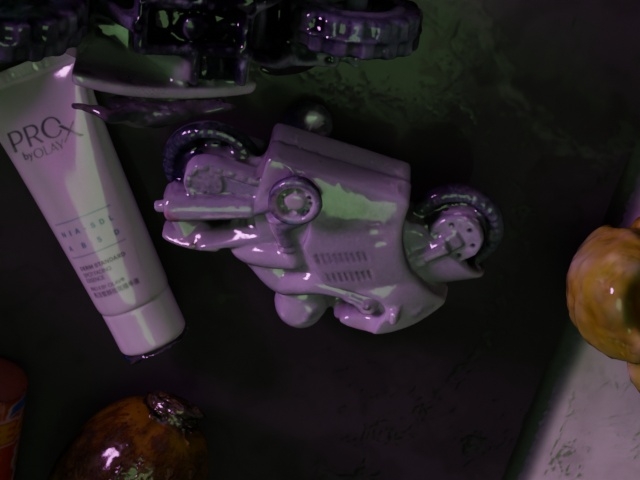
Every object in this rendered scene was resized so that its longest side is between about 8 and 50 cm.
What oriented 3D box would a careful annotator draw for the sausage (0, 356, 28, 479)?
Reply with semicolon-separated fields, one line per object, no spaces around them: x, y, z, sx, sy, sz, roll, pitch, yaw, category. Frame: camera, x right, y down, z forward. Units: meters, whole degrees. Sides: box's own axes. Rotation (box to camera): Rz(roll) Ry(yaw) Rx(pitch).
-0.292;0.226;1.139;0.074;0.074;0.274;9;114;-9;sausage

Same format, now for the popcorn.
0.346;0.062;1.065;0.225;0.174;0.286;-45;101;0;popcorn

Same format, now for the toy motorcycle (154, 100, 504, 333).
0.000;0.000;1.043;0.260;0.110;0.171;14;125;-5;toy motorcycle

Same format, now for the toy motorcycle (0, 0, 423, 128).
-0.101;-0.168;0.930;0.327;0.188;0.143;-2;118;-20;toy motorcycle

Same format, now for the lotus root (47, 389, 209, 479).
-0.164;0.210;1.122;0.120;0.120;0.209;28;110;-16;lotus root

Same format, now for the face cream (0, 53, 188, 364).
-0.173;-0.024;1.044;0.092;0.058;0.243;-20;109;10;face cream
